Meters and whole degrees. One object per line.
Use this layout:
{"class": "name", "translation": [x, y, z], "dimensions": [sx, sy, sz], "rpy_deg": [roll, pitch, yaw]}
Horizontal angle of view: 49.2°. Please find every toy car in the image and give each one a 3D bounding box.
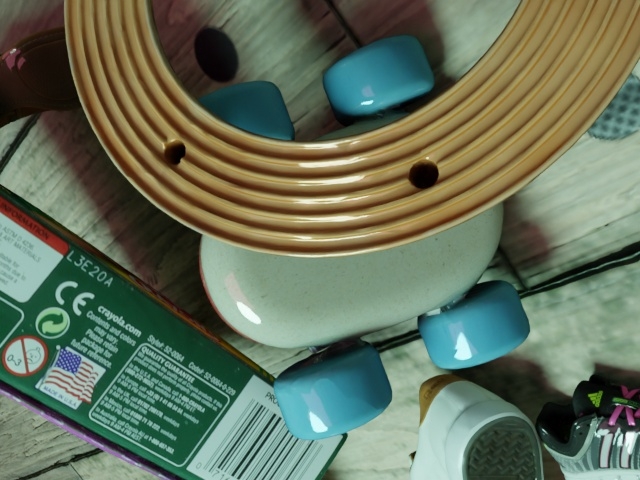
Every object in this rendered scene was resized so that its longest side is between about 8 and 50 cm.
{"class": "toy car", "translation": [0.000, 0.000, 0.539], "dimensions": [0.219, 0.210, 0.238], "rpy_deg": [69, 163, -2]}

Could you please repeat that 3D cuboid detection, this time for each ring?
{"class": "ring", "translation": [0.007, -0.156, 0.373], "dimensions": [0.337, 0.032, 0.336], "rpy_deg": [-3, 82, 20]}

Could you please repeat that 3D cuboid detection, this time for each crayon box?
{"class": "crayon box", "translation": [-0.198, 0.063, 0.581], "dimensions": [0.363, 0.106, 0.313], "rpy_deg": [42, 167, -31]}

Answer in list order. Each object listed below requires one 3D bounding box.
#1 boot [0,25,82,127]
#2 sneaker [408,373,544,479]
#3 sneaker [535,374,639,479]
{"class": "boot", "translation": [-0.282, -0.161, 0.673], "dimensions": [0.152, 0.197, 0.073], "rpy_deg": [-131, 19, -62]}
{"class": "sneaker", "translation": [0.143, 0.247, 0.620], "dimensions": [0.123, 0.106, 0.290], "rpy_deg": [-142, 42, -65]}
{"class": "sneaker", "translation": [0.222, 0.130, 0.503], "dimensions": [0.075, 0.063, 0.170], "rpy_deg": [43, 141, -3]}
